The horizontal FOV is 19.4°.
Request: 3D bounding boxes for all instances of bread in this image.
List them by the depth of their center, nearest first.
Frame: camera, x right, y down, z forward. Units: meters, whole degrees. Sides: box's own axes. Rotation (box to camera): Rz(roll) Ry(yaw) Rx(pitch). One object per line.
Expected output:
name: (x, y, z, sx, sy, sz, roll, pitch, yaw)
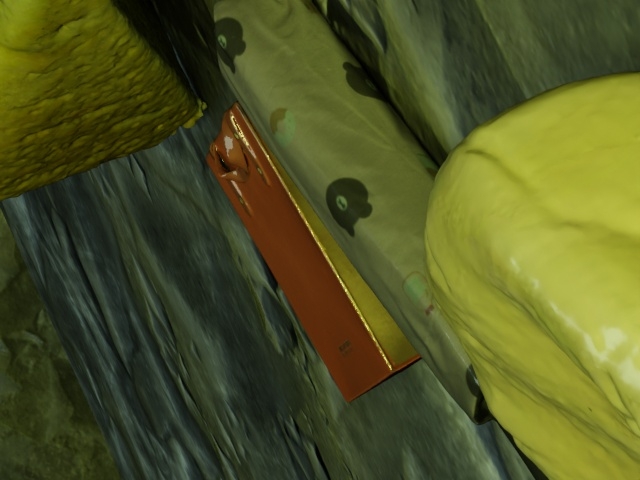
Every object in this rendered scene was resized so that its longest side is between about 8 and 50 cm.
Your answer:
bread: (-0.164, -0.201, 1.188, 0.233, 0.245, 0.361, 63, 150, 9)

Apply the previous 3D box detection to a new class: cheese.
cheese: (0.135, 0.051, 0.713, 0.226, 0.117, 0.214, 50, 165, 30)

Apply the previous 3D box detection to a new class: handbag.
handbag: (0.000, 0.000, 1.154, 0.190, 0.063, 0.127, 60, 164, 5)

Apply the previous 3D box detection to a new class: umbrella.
umbrella: (0.042, -0.009, 0.991, 0.337, 0.067, 0.073, 55, 175, 30)
